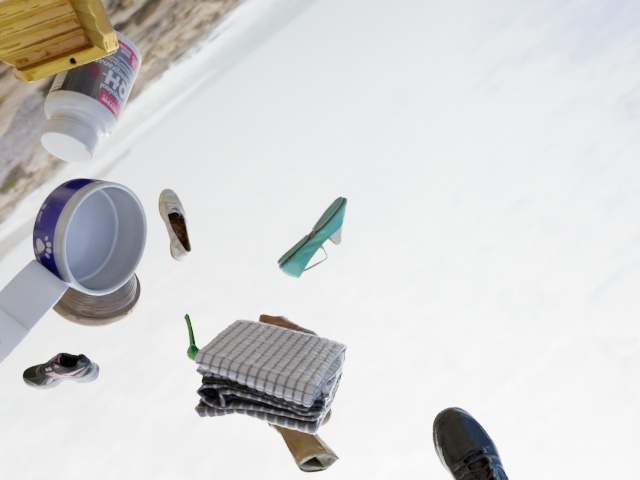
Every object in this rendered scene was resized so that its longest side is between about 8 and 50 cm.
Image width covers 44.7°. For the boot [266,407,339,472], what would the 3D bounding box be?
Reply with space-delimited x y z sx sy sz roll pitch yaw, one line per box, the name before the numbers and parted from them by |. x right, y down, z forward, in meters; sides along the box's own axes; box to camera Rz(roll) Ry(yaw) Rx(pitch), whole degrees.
boot | -0.018 0.591 2.336 0.236 0.089 0.269 -3 -161 -27

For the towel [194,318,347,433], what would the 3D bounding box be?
towel | -0.086 0.251 1.432 0.284 0.235 0.121 -40 143 -75

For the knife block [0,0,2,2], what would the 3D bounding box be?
knife block | -0.479 -0.491 1.303 0.088 0.242 0.275 -56 162 -79

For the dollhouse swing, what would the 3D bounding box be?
dollhouse swing | -0.613 -0.511 1.630 0.315 0.347 0.305 -20 -154 -1

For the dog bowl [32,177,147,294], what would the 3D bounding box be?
dog bowl | -0.532 -0.012 1.813 0.104 0.265 0.265 11 -138 29

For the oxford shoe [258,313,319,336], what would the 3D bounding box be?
oxford shoe | -0.088 0.254 2.256 0.076 0.212 0.076 -42 -135 30

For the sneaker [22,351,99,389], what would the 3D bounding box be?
sneaker | -0.612 0.292 1.817 0.178 0.077 0.072 -11 -135 3

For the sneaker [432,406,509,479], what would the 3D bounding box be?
sneaker | 0.347 0.502 1.613 0.125 0.341 0.139 -26 171 -9

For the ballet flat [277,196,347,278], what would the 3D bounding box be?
ballet flat | 0.000 0.000 1.974 0.247 0.087 0.083 -46 -164 3

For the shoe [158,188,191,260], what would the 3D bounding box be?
shoe | -0.409 -0.052 2.225 0.076 0.219 0.058 -6 165 -34

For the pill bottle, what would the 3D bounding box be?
pill bottle | -0.571 -0.355 1.917 0.176 0.176 0.318 -23 -133 49

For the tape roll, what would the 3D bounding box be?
tape roll | -0.673 0.176 1.667 0.286 0.100 0.286 -44 -168 12

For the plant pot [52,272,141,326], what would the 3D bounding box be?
plant pot | -0.573 0.097 1.987 0.237 0.237 0.109 -56 169 -51

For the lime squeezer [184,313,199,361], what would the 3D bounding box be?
lime squeezer | -0.344 0.339 2.392 0.310 0.059 0.110 26 -113 40
